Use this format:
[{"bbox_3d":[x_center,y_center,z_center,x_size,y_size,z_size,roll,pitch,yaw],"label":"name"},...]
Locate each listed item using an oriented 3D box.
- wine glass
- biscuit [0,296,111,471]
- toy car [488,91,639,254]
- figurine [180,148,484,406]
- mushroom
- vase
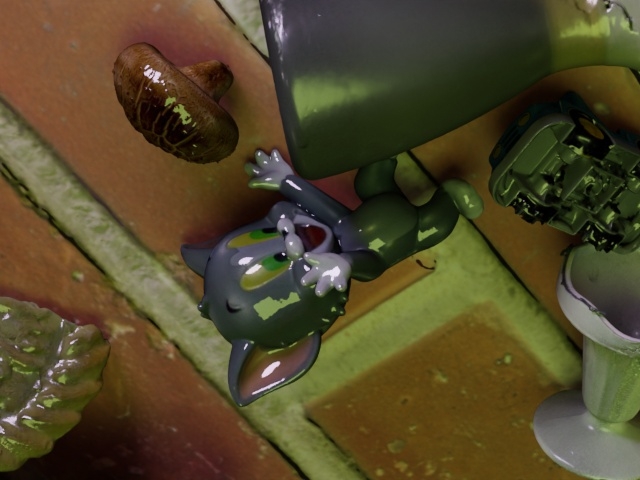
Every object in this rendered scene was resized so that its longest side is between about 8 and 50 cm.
[{"bbox_3d":[0.279,0.109,1.469,0.165,0.165,0.196,7,129,-4],"label":"wine glass"},{"bbox_3d":[-0.338,0.126,1.476,0.273,0.187,0.036,16,162,-12],"label":"biscuit"},{"bbox_3d":[0.226,-0.065,1.397,0.191,0.100,0.097,20,121,-34],"label":"toy car"},{"bbox_3d":[0.003,0.001,1.418,0.265,0.193,0.140,-23,148,-19],"label":"figurine"},{"bbox_3d":[-0.122,-0.115,1.359,0.126,0.109,0.085,43,118,-5],"label":"mushroom"},{"bbox_3d":[0.120,-0.160,1.300,0.321,0.173,0.173,-11,121,1],"label":"vase"}]
